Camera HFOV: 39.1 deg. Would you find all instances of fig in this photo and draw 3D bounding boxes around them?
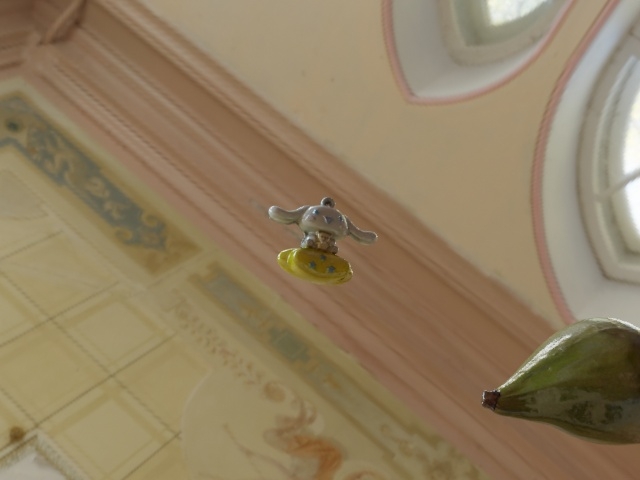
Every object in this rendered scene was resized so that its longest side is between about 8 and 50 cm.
[{"bbox_3d":[0.259,0.135,0.875,0.184,0.127,0.133,9,-136,-34],"label":"fig"}]

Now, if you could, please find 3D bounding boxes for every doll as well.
[{"bbox_3d":[0.007,0.002,1.130,0.135,0.071,0.113,-8,-106,-19],"label":"doll"}]
